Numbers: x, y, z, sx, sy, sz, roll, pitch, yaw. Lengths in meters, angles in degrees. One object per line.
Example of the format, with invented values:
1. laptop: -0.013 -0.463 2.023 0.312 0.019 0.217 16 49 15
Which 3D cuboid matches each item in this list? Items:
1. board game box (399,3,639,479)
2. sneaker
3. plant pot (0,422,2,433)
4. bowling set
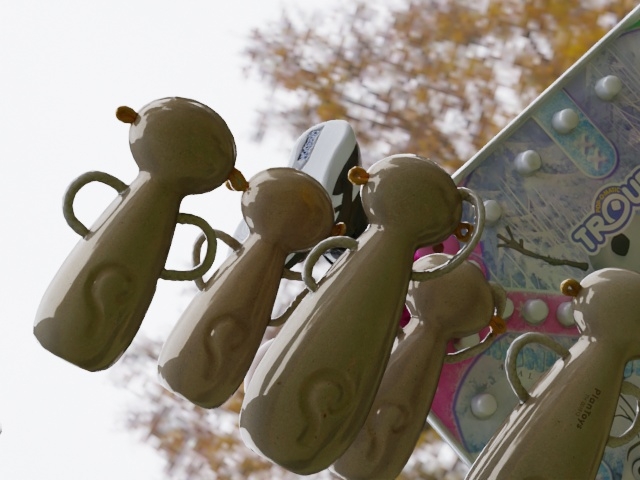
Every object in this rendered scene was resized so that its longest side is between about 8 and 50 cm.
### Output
1. board game box: 0.271 0.053 1.021 0.390 0.050 0.390 -42 -87 -16
2. sneaker: 0.000 0.000 1.443 0.121 0.079 0.217 62 -140 -30
3. plant pot: -0.352 0.192 0.706 0.341 0.341 0.334 19 -93 -49
4. bowling set: 0.004 0.028 0.794 0.287 0.200 0.154 28 -92 -13
